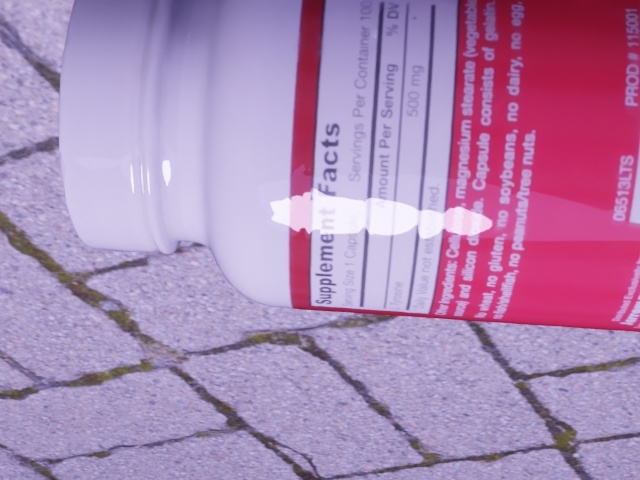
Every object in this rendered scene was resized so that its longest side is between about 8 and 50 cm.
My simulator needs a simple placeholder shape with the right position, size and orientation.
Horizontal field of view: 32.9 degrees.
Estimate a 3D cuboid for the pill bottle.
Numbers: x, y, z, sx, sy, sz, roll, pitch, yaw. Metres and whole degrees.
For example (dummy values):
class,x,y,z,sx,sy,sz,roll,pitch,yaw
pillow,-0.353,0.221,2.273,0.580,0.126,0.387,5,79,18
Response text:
class,x,y,z,sx,sy,sz,roll,pitch,yaw
pill bottle,0.066,-0.067,0.652,0.407,0.229,0.229,4,145,2
